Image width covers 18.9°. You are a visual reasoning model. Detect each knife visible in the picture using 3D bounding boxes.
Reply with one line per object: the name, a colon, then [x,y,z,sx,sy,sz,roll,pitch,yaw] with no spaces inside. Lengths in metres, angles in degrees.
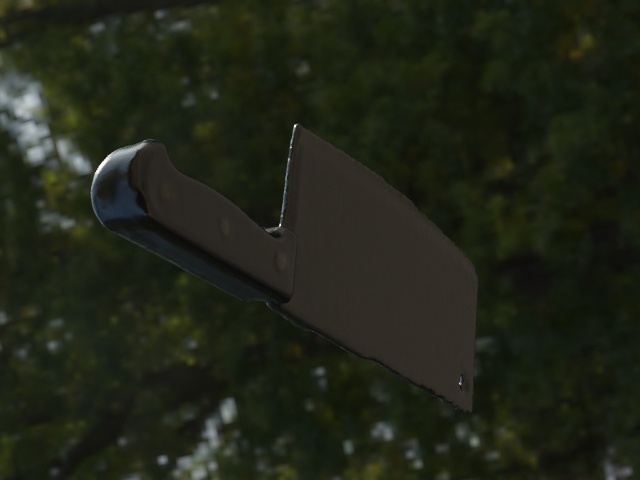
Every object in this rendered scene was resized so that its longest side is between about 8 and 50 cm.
knife: [0.000,0.000,0.670,0.245,0.019,0.072,31,-122,-55]
